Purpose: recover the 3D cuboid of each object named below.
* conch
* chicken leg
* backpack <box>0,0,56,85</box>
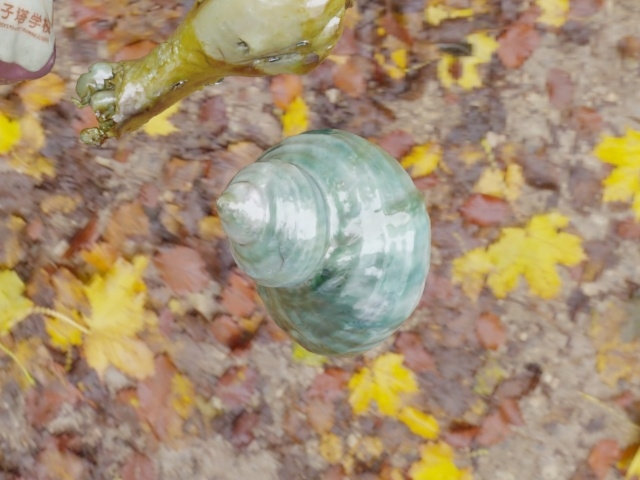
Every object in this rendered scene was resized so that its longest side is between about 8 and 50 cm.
[{"bbox_3d":[0.000,0.000,1.301,0.277,0.220,0.195,25,54,-51],"label":"conch"},{"bbox_3d":[-0.132,-0.251,1.678,0.429,0.152,0.201,-30,117,19],"label":"chicken leg"},{"bbox_3d":[-0.422,-0.347,1.510,0.283,0.197,0.317,10,81,-57],"label":"backpack"}]
